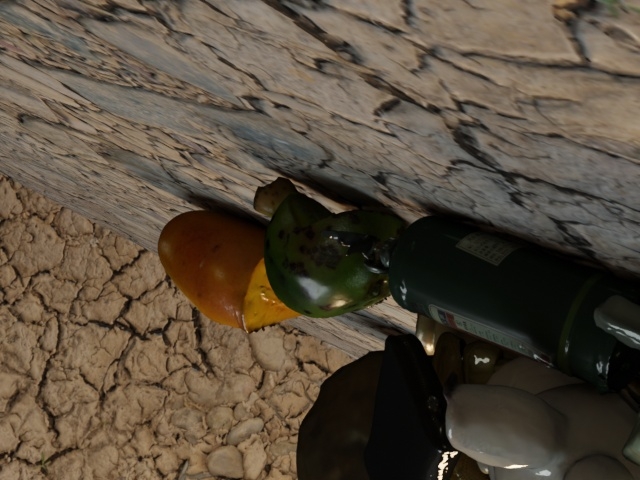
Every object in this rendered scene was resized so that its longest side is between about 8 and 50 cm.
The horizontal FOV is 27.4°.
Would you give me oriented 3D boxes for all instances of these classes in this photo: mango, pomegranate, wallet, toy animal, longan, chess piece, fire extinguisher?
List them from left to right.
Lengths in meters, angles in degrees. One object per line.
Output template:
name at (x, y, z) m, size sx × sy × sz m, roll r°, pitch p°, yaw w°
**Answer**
mango at (-0.137, 0.028, 1.820) m, size 0.257 × 0.138 × 0.187 m, roll 25°, pitch -168°, yaw 39°
pomegranate at (-0.002, 0.013, 1.293) m, size 0.169 × 0.122 × 0.143 m, roll 19°, pitch -176°, yaw 25°
wallet at (0.089, 0.204, 1.300) m, size 0.250 × 0.044 × 0.149 m, roll 96°, pitch 158°, yaw -49°
longan at (0.172, 0.408, 2.357) m, size 0.436 × 0.404 × 0.404 m, roll 26°, pitch 173°, yaw 24°
fire extinguisher at (0.137, 0.040, 1.125) m, size 0.294 × 0.093 × 0.118 m, roll 21°, pitch -169°, yaw 33°
chess piece at (0.195, 0.105, 1.416) m, size 0.170 × 0.094 × 0.094 m, roll 19°, pitch 171°, yaw 22°
toy animal at (0.210, 0.175, 1.128) m, size 0.208 × 0.154 × 0.325 m, roll 43°, pitch -174°, yaw 23°

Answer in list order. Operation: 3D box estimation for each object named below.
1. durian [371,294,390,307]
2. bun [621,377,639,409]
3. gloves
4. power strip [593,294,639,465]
durian at (0.052, 0.038, 1.511) m, size 0.080 × 0.080 × 0.091 m, roll 30°, pitch 131°, yaw -30°
bun at (0.375, 0.224, 1.519) m, size 0.210 × 0.116 × 0.237 m, roll 23°, pitch -163°, yaw -16°
gloves at (0.206, 0.237, 1.393) m, size 0.331 × 0.154 × 0.141 m, roll 65°, pitch -163°, yaw -9°
power strip at (0.293, 0.114, 0.940) m, size 0.224 × 0.140 × 0.139 m, roll 23°, pitch 174°, yaw 14°
